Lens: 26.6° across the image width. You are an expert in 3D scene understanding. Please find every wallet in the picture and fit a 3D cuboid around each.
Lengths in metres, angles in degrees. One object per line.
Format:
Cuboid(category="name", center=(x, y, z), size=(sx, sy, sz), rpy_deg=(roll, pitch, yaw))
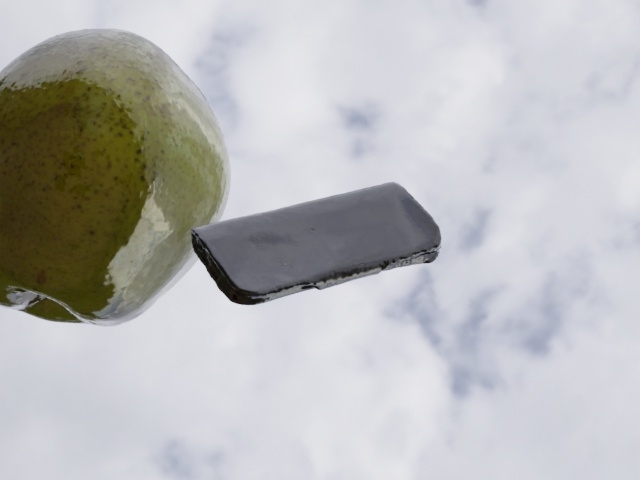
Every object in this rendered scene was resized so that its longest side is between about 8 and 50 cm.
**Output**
Cuboid(category="wallet", center=(0.000, 0.000, 0.880), size=(0.082, 0.156, 0.018), rpy_deg=(52, -33, 40))

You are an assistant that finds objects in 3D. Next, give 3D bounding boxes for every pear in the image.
Cuboid(category="pear", center=(-0.222, -0.062, 1.320), size=(0.294, 0.294, 0.294), rpy_deg=(11, -70, 33))
